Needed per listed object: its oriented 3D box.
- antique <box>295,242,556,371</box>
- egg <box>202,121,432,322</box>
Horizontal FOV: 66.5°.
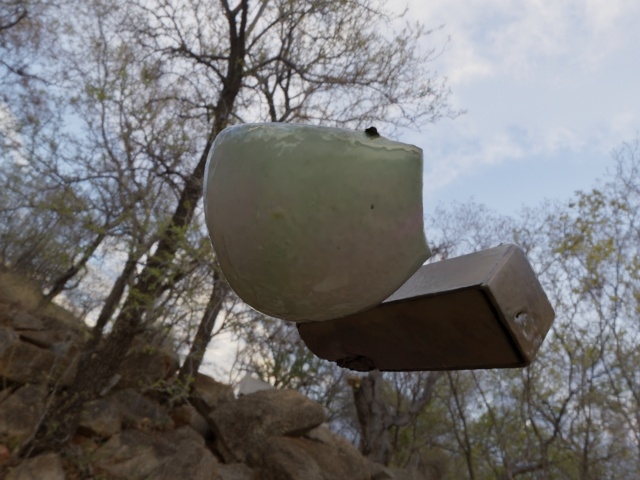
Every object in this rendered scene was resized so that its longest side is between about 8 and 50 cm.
[{"bbox_3d":[0.098,0.092,0.574,0.310,0.087,0.093,-21,-77,49],"label":"antique"},{"bbox_3d":[-0.019,-0.003,0.480,0.206,0.162,0.271,11,-6,-9],"label":"egg"}]
